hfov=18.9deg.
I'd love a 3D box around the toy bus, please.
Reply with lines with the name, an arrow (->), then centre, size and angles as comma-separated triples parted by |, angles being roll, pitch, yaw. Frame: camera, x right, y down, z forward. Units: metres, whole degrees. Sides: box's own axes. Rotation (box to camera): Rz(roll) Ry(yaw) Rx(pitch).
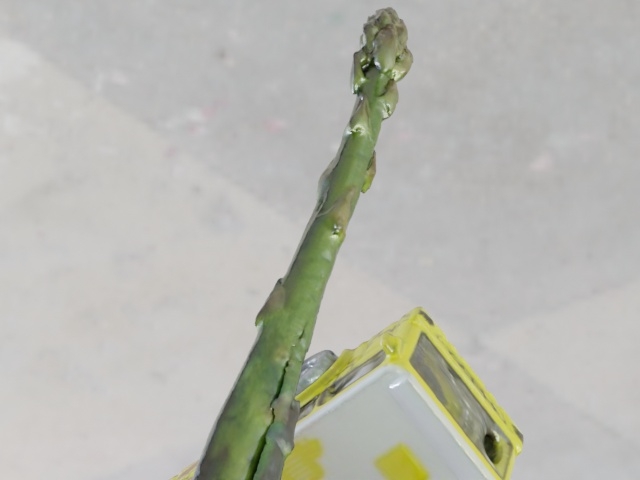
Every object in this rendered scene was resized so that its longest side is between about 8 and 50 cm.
toy bus -> -0.033, 0.117, 0.740 | 0.226, 0.074, 0.081 | -34, 97, 16

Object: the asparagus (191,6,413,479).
asparagus -> 0.000, 0.000, 0.568 | 0.023, 0.233, 0.022 | -19, 125, 33
